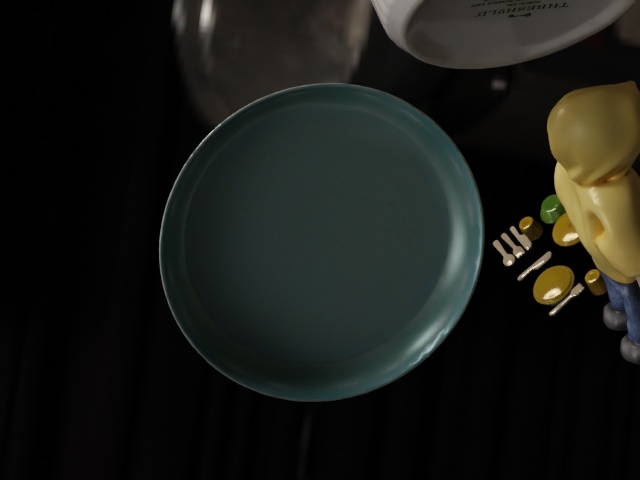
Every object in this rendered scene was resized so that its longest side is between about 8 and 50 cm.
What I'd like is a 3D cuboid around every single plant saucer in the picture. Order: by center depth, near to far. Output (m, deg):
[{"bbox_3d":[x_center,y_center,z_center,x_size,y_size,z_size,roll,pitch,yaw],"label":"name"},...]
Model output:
[{"bbox_3d":[0.000,0.000,1.898,0.317,0.317,0.044,11,14,-15],"label":"plant saucer"}]

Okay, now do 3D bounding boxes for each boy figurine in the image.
[{"bbox_3d":[0.271,-0.029,1.801,0.092,0.177,0.285,-19,-58,0],"label":"boy figurine"}]

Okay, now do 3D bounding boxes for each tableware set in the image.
[{"bbox_3d":[0.252,0.014,2.060,0.024,0.104,0.154,45,6,-38],"label":"tableware set"}]

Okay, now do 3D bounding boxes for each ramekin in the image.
[{"bbox_3d":[0.155,-0.248,1.638,0.273,0.127,0.273,-12,-21,-5],"label":"ramekin"}]
